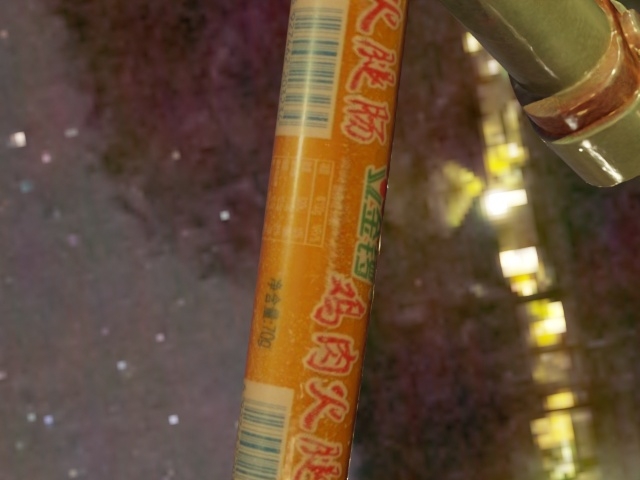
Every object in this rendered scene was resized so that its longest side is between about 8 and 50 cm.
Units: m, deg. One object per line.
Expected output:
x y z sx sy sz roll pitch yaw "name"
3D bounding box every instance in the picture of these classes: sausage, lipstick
0.000 0.000 0.754 0.053 0.053 0.348 14 -97 -83 "sausage"
0.072 -0.091 0.630 0.186 0.057 0.063 38 -148 -45 "lipstick"
